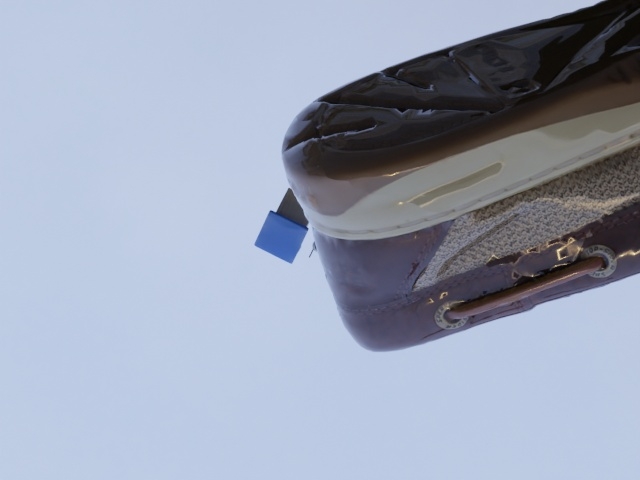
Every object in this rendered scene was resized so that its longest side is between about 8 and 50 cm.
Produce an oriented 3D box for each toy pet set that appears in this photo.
[{"bbox_3d":[0.000,0.000,1.422,0.114,0.122,0.065,26,-112,0],"label":"toy pet set"}]

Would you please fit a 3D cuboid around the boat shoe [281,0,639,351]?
[{"bbox_3d":[0.161,-0.037,0.589,0.341,0.123,0.123,-18,-154,-4],"label":"boat shoe"}]
